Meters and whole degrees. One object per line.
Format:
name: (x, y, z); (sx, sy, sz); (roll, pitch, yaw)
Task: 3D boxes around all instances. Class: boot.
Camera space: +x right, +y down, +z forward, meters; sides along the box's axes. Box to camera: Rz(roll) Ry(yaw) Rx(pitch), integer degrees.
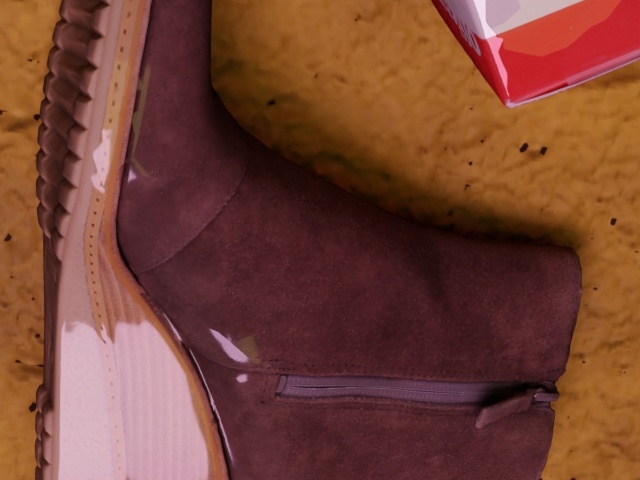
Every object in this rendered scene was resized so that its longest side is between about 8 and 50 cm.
boot: (0.000, 0.000, 0.580); (0.207, 0.090, 0.248); (-1, 113, -18)

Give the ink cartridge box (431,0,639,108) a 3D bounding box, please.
ink cartridge box: (0.058, -0.134, 0.481); (0.078, 0.134, 0.231); (-22, 113, 4)
